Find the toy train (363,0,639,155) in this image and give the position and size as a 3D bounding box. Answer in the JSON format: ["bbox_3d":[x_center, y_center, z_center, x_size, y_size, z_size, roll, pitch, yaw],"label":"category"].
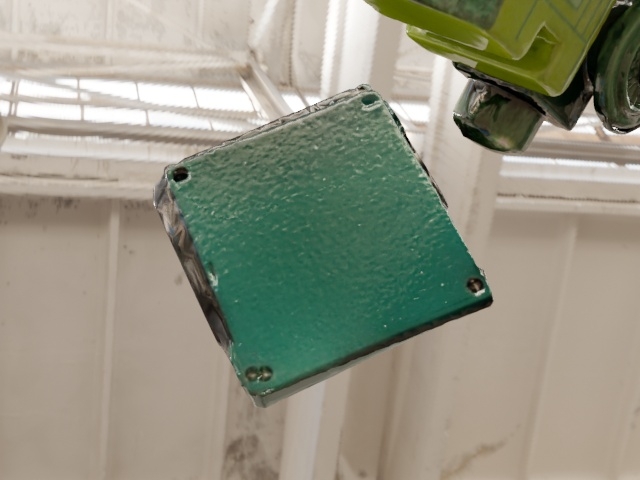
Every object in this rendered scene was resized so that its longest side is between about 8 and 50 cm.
[{"bbox_3d":[0.191,-0.278,0.659,0.272,0.179,0.442,23,-84,-50],"label":"toy train"}]

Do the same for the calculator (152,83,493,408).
[{"bbox_3d":[0.000,0.000,0.888,0.248,0.274,0.058,-25,-29,-8],"label":"calculator"}]
